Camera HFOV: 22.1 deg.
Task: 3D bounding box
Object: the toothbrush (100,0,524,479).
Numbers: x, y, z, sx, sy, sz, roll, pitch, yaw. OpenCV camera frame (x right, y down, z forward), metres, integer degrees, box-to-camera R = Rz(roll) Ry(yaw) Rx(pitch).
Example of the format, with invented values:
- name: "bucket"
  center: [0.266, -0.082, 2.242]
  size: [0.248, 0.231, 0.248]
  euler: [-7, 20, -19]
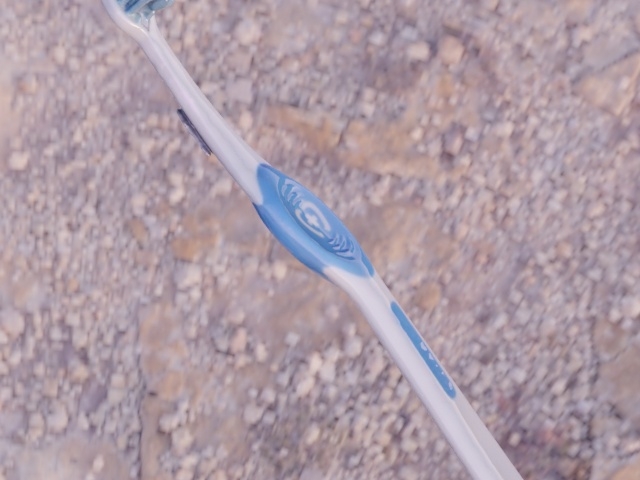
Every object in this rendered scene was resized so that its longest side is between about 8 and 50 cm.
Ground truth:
- name: "toothbrush"
  center: [-0.003, 0.002, 0.812]
  size: [0.040, 0.040, 0.386]
  euler: [-39, 99, -28]
